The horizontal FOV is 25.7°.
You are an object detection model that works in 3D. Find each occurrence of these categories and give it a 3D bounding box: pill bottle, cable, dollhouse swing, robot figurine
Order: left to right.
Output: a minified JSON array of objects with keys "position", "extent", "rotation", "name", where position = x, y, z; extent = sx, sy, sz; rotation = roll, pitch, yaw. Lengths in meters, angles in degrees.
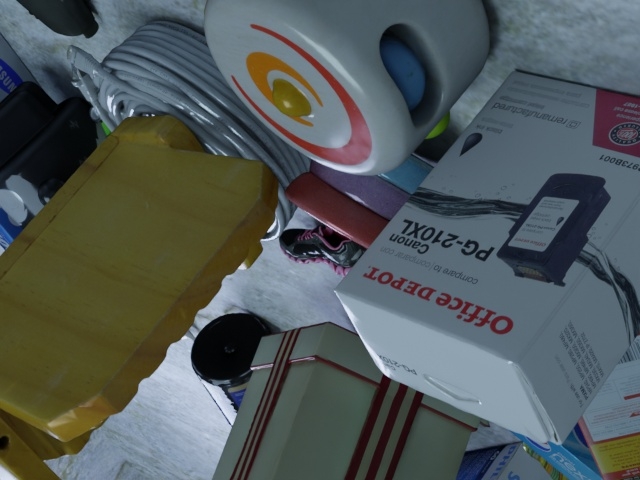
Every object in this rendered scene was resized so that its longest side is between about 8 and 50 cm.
[{"position":[-0.304,-0.069,1.761],"extent":[0.278,0.209,0.173],"rotation":[47,137,-16],"name":"robot figurine"},{"position":[-0.162,0.094,1.337],"extent":[0.305,0.347,0.315],"rotation":[21,154,38],"name":"dollhouse swing"},{"position":[-0.120,-0.112,1.462],"extent":[0.257,0.089,0.257],"rotation":[23,155,36],"name":"cable"},{"position":[-0.099,0.213,2.057],"extent":[0.123,0.123,0.219],"rotation":[26,156,34],"name":"pill bottle"}]

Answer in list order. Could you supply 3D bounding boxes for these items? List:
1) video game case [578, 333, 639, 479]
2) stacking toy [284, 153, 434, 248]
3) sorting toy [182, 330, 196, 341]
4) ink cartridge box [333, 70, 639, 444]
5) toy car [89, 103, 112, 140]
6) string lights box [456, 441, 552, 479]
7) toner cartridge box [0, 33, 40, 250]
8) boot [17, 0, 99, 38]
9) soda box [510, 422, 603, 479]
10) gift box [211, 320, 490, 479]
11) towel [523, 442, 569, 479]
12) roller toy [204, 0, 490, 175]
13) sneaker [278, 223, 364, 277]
[{"position":[0.318,0.151,1.120],"extent":[0.204,0.025,0.285],"rotation":[-15,126,18],"name":"video game case"},{"position":[0.143,-0.012,1.254],"extent":[0.309,0.130,0.279],"rotation":[33,-175,27],"name":"stacking toy"},{"position":[-0.235,0.142,2.274],"extent":[0.075,0.045,0.083],"rotation":[43,161,-30],"name":"sorting toy"},{"position":[0.152,0.005,1.003],"extent":[0.172,0.237,0.100],"rotation":[20,152,43],"name":"ink cartridge box"},{"position":[-0.194,-0.087,1.603],"extent":[0.053,0.239,0.225],"rotation":[-33,80,36],"name":"toy car"},{"position":[0.194,0.339,1.789],"extent":[0.077,0.133,0.259],"rotation":[42,160,-4],"name":"string lights box"},{"position":[-0.417,-0.118,1.861],"extent":[0.075,0.165,0.348],"rotation":[18,152,43],"name":"toner cartridge box"},{"position":[-0.338,-0.287,1.506],"extent":[0.198,0.077,0.137],"rotation":[30,163,27],"name":"boot"},{"position":[0.275,0.209,1.467],"extent":[0.210,0.067,0.071],"rotation":[38,160,3],"name":"soda box"},{"position":[0.043,0.243,1.696],"extent":[0.276,0.258,0.255],"rotation":[26,164,-22],"name":"gift box"},{"position":[0.294,0.293,1.551],"extent":[0.237,0.021,0.102],"rotation":[54,172,35],"name":"towel"},{"position":[0.013,-0.151,1.054],"extent":[0.209,0.146,0.191],"rotation":[40,160,1],"name":"roller toy"},{"position":[0.000,0.000,1.556],"extent":[0.119,0.047,0.057],"rotation":[15,143,35],"name":"sneaker"}]
